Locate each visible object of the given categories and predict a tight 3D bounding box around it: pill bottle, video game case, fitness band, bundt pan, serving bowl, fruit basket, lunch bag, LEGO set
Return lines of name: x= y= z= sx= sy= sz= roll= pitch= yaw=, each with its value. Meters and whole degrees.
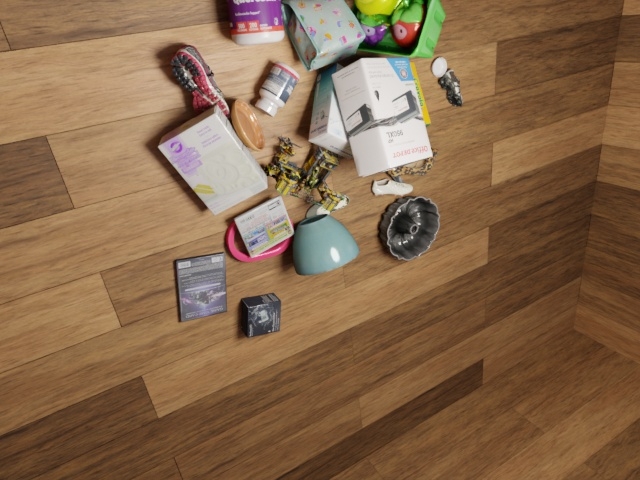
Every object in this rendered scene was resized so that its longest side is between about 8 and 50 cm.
pill bottle: x=-0.165 y=-0.557 z=1.694 sx=0.108 sy=0.108 sz=0.180 roll=28 pitch=95 yaw=-36
video game case: x=-0.483 y=0.190 z=1.864 sx=0.196 sy=0.026 sz=0.274 roll=-9 pitch=115 yaw=-28
fitness band: x=-0.251 y=-0.022 z=1.904 sx=0.291 sy=0.054 sz=0.209 roll=-14 pitch=119 yaw=-25
pill bottle: x=-0.225 y=-0.823 z=1.501 sx=0.182 sy=0.181 sz=0.322 roll=-18 pitch=118 yaw=-24
bundt pan: x=0.425 y=-0.074 z=2.246 sx=0.331 sy=0.124 sz=0.330 roll=-12 pitch=115 yaw=-26
video game case: x=-0.225 y=-0.056 z=1.854 sx=0.212 sy=0.023 sz=0.193 roll=-30 pitch=125 yaw=-18
serving bowl: x=0.535 y=-0.788 z=2.073 sx=0.083 sy=0.027 sz=0.083 roll=-12 pitch=115 yaw=-27
fruit basket: x=0.232 y=-0.834 z=1.659 sx=0.392 sy=0.392 sz=0.282 roll=7 pitch=106 yaw=-33
lunch bag: x=-0.003 y=-0.788 z=1.663 sx=0.223 sy=0.160 sz=0.262 roll=-29 pitch=89 yaw=-18
LEGO set: x=-0.033 y=-0.280 z=1.799 sx=0.331 sy=0.255 sz=0.192 roll=22 pitch=121 yaw=-28

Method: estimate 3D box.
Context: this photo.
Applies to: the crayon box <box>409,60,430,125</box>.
crayon box: x=0.342 y=-0.598 z=1.924 sx=0.165 sy=0.081 sz=0.278 roll=-16 pitch=90 yaw=-19

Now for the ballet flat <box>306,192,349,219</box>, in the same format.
ballet flat: x=0.036 y=-0.147 z=2.012 sx=0.213 sy=0.068 sz=0.072 roll=-30 pitch=124 yaw=-17

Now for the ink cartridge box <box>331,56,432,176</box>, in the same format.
ink cartridge box: x=0.240 y=-0.465 z=1.720 sx=0.285 sy=0.166 sz=0.394 roll=-21 pitch=98 yaw=-40

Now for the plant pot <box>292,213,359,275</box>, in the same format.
plant pot: x=0.000 y=0.000 z=1.941 sx=0.290 sy=0.290 sz=0.195 roll=-25 pitch=105 yaw=-21

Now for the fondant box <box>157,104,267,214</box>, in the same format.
fondant box: x=-0.376 y=-0.279 z=1.633 sx=0.238 sy=0.096 sz=0.330 roll=-26 pitch=124 yaw=12

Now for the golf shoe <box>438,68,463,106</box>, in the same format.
golf shoe: x=0.631 y=-0.712 z=2.135 sx=0.198 sy=0.077 sz=0.094 roll=43 pitch=73 yaw=-46

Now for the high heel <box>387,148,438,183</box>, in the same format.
high heel: x=0.432 y=-0.377 z=2.137 sx=0.261 sy=0.093 sz=0.186 roll=-44 pitch=132 yaw=2

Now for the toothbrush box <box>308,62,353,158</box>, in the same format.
toothbrush box: x=0.088 y=-0.501 z=1.792 sx=0.216 sy=0.126 sz=0.295 roll=18 pitch=74 yaw=-35

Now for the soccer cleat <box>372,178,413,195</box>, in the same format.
soccer cleat: x=0.338 y=-0.250 z=2.122 sx=0.196 sy=0.068 sz=0.076 roll=-3 pitch=130 yaw=-6

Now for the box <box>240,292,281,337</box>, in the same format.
box: x=-0.263 y=0.330 z=2.014 sx=0.158 sy=0.093 sz=0.156 roll=-7 pitch=113 yaw=-28

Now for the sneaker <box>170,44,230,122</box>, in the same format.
sneaker: x=-0.392 y=-0.526 z=1.573 sx=0.121 sy=0.112 sz=0.299 roll=-8 pitch=136 yaw=16

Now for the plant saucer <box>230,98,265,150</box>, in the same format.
plant saucer: x=-0.268 y=-0.415 z=1.659 sx=0.037 sy=0.200 sz=0.200 roll=-21 pitch=126 yaw=17
